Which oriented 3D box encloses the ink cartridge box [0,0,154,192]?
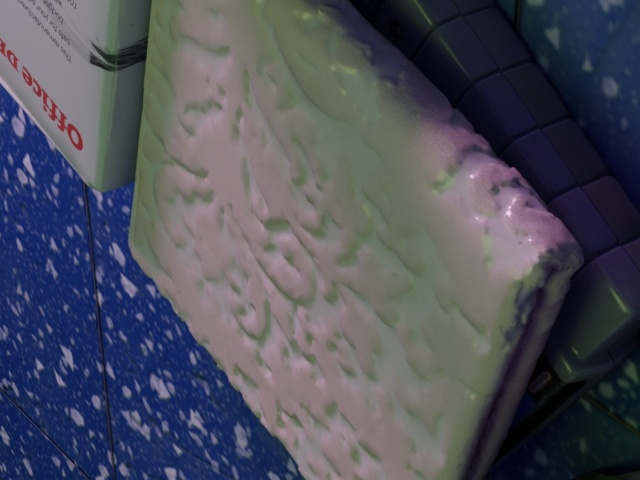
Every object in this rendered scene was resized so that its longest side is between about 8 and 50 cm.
[{"bbox_3d":[-0.138,-0.209,1.089,0.211,0.122,0.289,48,145,28],"label":"ink cartridge box"}]

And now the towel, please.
[{"bbox_3d":[0.000,0.000,0.975,0.332,0.053,0.317,49,146,29],"label":"towel"}]

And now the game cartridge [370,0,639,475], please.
[{"bbox_3d":[0.057,0.026,1.010,0.230,0.068,0.355,61,150,17],"label":"game cartridge"}]

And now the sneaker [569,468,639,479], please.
[{"bbox_3d":[0.164,0.205,0.870,0.226,0.086,0.163,38,-152,-82],"label":"sneaker"}]
